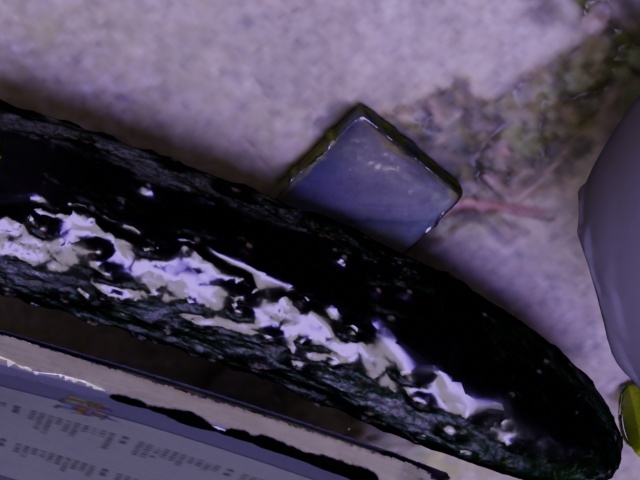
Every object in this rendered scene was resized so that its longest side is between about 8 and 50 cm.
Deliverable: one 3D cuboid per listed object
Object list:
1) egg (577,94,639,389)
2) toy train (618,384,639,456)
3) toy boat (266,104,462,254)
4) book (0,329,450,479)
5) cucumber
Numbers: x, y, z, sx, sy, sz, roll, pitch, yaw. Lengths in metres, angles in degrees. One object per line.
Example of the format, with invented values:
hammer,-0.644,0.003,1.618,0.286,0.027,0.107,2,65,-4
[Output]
egg,0.211,-0.013,0.549,0.232,0.176,0.176,-19,120,29
toy train,0.257,0.105,0.698,0.250,0.053,0.085,23,127,-15
toy boat,0.000,0.000,0.653,0.063,0.016,0.115,38,113,-18
book,-0.078,0.091,0.662,0.231,0.026,0.157,19,153,-10
cucumber,-0.012,0.026,0.616,0.303,0.081,0.072,20,151,-15
